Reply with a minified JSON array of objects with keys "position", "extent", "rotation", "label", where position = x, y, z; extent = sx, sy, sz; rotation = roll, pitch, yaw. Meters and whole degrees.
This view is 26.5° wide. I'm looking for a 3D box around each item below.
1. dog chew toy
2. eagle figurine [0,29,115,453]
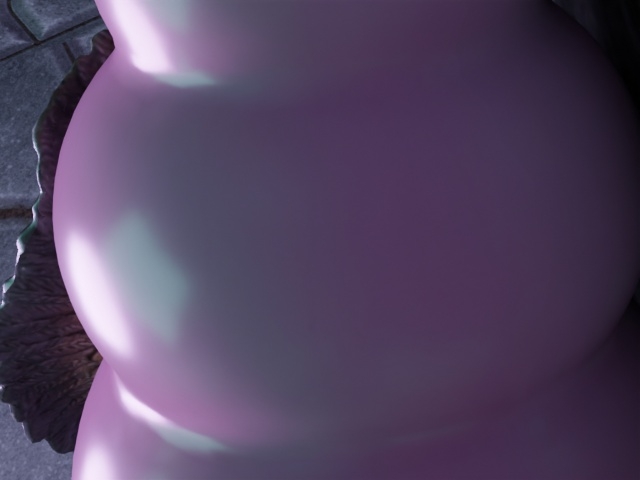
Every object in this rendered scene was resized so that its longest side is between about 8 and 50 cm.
[{"position":[0.012,0.006,0.417],"extent":[0.206,0.207,0.331],"rotation":[-112,14,-64],"label":"dog chew toy"},{"position":[-0.018,-0.037,0.586],"extent":[0.226,0.225,0.298],"rotation":[4,98,51],"label":"eagle figurine"}]
